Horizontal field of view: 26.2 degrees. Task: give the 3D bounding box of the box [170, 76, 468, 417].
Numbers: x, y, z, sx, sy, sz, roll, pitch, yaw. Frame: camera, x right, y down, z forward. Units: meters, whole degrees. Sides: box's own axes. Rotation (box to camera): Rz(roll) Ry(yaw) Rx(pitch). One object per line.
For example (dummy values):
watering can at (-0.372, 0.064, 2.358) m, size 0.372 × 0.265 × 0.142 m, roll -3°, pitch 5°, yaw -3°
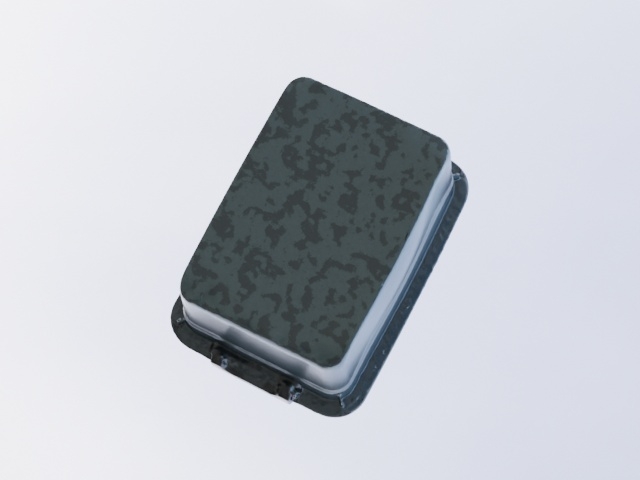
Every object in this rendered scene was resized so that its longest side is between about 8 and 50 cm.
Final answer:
box at (0.000, 0.000, 1.006) m, size 0.162 × 0.130 × 0.227 m, roll 26°, pitch -105°, yaw 9°
